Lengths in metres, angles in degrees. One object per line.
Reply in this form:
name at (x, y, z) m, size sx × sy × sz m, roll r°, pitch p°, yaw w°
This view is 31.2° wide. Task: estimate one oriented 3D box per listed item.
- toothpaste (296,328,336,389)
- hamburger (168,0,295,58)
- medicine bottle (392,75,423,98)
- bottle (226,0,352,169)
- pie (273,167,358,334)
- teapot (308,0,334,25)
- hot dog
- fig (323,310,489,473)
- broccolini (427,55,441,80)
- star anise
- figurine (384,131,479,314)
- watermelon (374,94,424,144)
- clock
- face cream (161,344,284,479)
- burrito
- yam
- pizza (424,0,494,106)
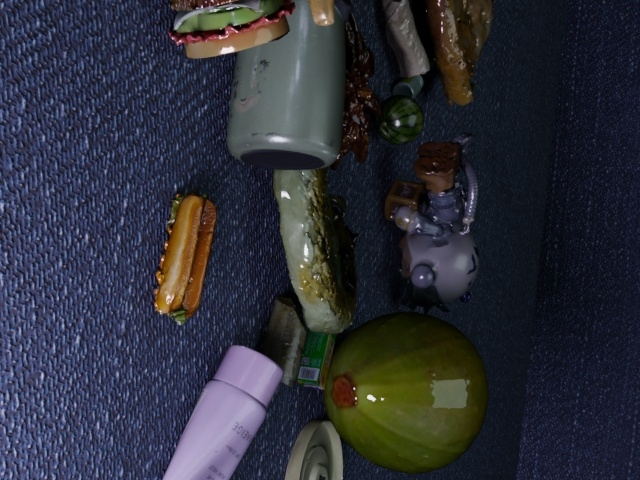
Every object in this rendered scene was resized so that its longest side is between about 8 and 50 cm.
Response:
toothpaste at (0.002, 0.170, 2.007) m, size 0.037 × 0.043 × 0.178 m, roll 56°, pitch 43°, yaw -57°
hamburger at (-0.120, -0.319, 1.480) m, size 0.175 × 0.175 × 0.137 m, roll -45°, pitch 128°, yaw -58°
medicine bottle at (0.181, -0.315, 2.366) m, size 0.083 × 0.047 × 0.047 m, roll -50°, pitch 139°, yaw -56°
bottle at (-0.040, -0.283, 1.674) m, size 0.168 × 0.168 × 0.347 m, roll 23°, pitch 71°, yaw -67°
pie at (0.000, 0.000, 1.876) m, size 0.371 × 0.078 × 0.296 m, roll 62°, pitch 26°, yaw -57°
teapot at (-0.018, -0.439, 1.512) m, size 0.167 × 0.203 × 0.311 m, roll -46°, pitch 125°, yaw -71°
hot dog at (-0.181, 0.022, 1.519) m, size 0.072 × 0.055 × 0.188 m, roll 43°, pitch 54°, yaw -59°
fig at (0.135, 0.271, 2.053) m, size 0.316 × 0.316 × 0.316 m, roll 4°, pitch 90°, yaw -68°
broccolini at (0.240, -0.390, 2.539) m, size 0.057 × 0.071 × 0.254 m, roll -50°, pitch 163°, yaw 24°
star anise at (0.050, -0.264, 2.004) m, size 0.288 × 0.088 × 0.288 m, roll 1°, pitch 90°, yaw -69°
figurine at (0.230, -0.016, 2.366) m, size 0.261 × 0.186 × 0.382 m, roll -55°, pitch 147°, yaw -43°
watermelon at (0.150, -0.236, 2.244) m, size 0.109 × 0.109 × 0.109 m, roll 4°, pitch 90°, yaw -68°
clock at (-0.007, 0.435, 2.044) m, size 0.235 × 0.029 × 0.235 m, roll 4°, pitch 90°, yaw -68°
face cream at (-0.150, 0.284, 1.615) m, size 0.274 × 0.096 × 0.154 m, roll -63°, pitch 154°, yaw -19°
burrito at (0.165, -0.407, 2.284) m, size 0.060 × 0.087 × 0.226 m, roll -32°, pitch 134°, yaw -9°
yam at (-0.056, 0.162, 1.830) m, size 0.070 × 0.069 × 0.146 m, roll 54°, pitch 45°, yaw -58°
pizza at (0.301, -0.494, 2.527) m, size 0.435 × 0.080 × 0.392 m, roll 34°, pitch 57°, yaw -58°
